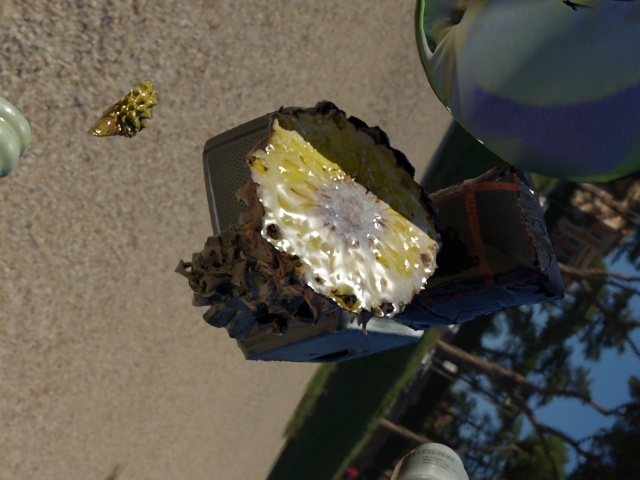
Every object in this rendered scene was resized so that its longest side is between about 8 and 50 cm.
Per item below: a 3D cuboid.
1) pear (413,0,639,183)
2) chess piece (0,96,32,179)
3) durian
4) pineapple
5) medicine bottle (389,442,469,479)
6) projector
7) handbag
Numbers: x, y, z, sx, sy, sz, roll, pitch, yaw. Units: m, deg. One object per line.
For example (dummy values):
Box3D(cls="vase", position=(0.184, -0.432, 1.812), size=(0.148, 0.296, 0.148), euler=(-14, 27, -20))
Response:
Box3D(cls="pear", position=(0.269, -0.275, 0.958), size=(0.399, 0.398, 0.165), euler=(-61, -163, 13))
Box3D(cls="chess piece", position=(-0.485, -0.076, 1.190), size=(0.133, 0.133, 0.243), euler=(111, -7, -51))
Box3D(cls="durian", position=(-0.390, -0.241, 1.805), size=(0.140, 0.078, 0.224), euler=(-27, -160, 34))
Box3D(cls="pineapple", position=(-0.044, 0.015, 1.002), size=(0.271, 0.262, 0.262), euler=(-36, -169, 44))
Box3D(cls="medicine bottle", position=(0.105, 0.246, 0.876), size=(0.080, 0.080, 0.130), euler=(-60, 172, 8))
Box3D(cls="projector", position=(0.000, 0.000, 1.642), size=(0.242, 0.405, 0.395), euler=(-19, 164, 25))
Box3D(cls="handbag", position=(0.180, 0.009, 1.122), size=(0.155, 0.215, 0.170), euler=(36, 43, -55))
